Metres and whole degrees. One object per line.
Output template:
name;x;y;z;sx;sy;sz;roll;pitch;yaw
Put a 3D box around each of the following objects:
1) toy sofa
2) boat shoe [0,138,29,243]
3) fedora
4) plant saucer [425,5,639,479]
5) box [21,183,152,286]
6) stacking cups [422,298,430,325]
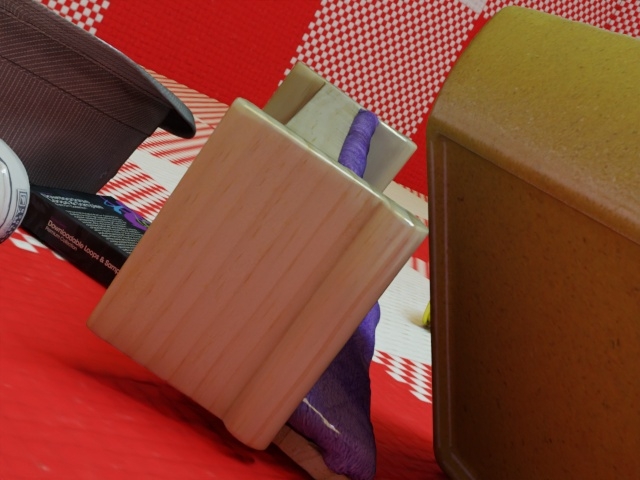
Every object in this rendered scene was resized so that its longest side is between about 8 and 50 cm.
toy sofa;0.000;0.000;0.722;0.177;0.150;0.362;35;12;-3
boat shoe;-0.290;-0.081;0.636;0.267;0.096;0.088;39;6;14
fedora;-0.224;-0.106;0.862;0.243;0.124;0.275;29;0;-7
plant saucer;0.140;0.066;0.588;0.081;0.333;0.333;-11;22;-17
box;-0.131;0.011;0.792;0.162;0.029;0.116;34;10;23
stacking cups;0.260;0.128;1.146;0.316;0.096;0.096;32;9;19
